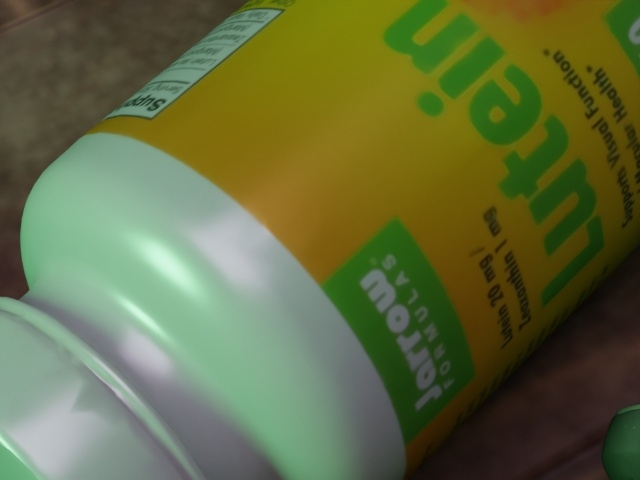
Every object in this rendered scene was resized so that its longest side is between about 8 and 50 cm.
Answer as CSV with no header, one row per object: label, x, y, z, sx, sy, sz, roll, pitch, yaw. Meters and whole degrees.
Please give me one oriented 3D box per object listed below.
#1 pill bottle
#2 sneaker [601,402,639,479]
pill bottle,0.000,0.000,0.569,0.136,0.136,0.246,37,64,21
sneaker,0.213,0.097,0.549,0.267,0.101,0.106,1,79,-1
